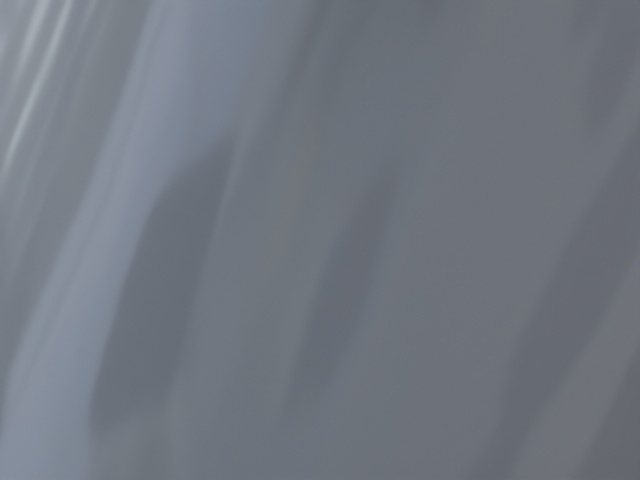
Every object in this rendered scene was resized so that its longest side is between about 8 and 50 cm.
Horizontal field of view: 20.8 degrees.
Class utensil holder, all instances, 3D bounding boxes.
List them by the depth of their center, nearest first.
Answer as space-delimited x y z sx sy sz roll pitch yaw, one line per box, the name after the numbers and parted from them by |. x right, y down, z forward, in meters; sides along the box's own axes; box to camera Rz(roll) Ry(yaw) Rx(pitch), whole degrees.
0.000 0.000 0.599 0.327 0.328 0.385 12 -85 -75 | utensil holder
